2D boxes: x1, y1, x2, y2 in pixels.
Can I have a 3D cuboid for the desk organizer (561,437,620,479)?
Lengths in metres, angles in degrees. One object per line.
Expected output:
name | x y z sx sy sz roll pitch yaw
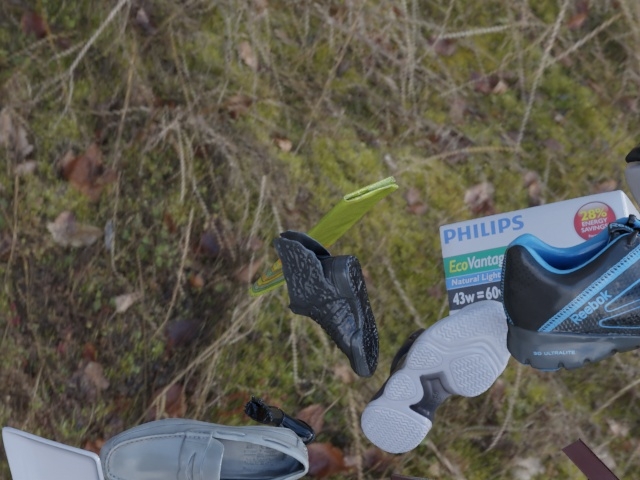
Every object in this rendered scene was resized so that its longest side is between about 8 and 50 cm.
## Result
desk organizer | 0.556 0.476 1.872 0.050 0.047 0.130 -23 42 -16

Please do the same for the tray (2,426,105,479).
tray | -0.293 0.341 1.087 0.145 0.270 0.030 9 29 26

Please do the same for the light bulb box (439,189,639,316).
light bulb box | 0.466 0.080 1.789 0.361 0.358 0.225 23 59 -60

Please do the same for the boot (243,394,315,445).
boot | -0.076 0.328 1.651 0.121 0.099 0.045 28 84 30

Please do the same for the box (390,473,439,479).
box | 0.188 0.420 1.172 0.167 0.168 0.203 25 69 -43

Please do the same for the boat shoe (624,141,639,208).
boat shoe | 0.530 -0.020 1.218 0.158 0.127 0.340 -43 118 -30

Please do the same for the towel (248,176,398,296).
towel | 0.000 0.000 1.152 0.102 0.237 0.021 -26 78 -45

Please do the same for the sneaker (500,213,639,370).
sneaker | 0.349 0.044 0.909 0.125 0.341 0.139 -49 128 -70

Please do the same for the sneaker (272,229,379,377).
sneaker | 0.006 0.070 0.991 0.051 0.089 0.170 -43 125 -60

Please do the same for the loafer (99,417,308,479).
loafer | -0.174 0.334 1.389 0.319 0.111 0.112 -1 94 -15

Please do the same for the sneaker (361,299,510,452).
sneaker | 0.156 0.146 1.154 0.101 0.268 0.153 38 32 -1
